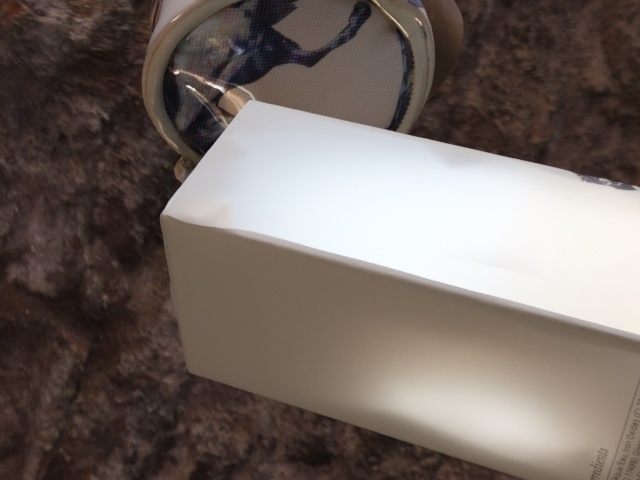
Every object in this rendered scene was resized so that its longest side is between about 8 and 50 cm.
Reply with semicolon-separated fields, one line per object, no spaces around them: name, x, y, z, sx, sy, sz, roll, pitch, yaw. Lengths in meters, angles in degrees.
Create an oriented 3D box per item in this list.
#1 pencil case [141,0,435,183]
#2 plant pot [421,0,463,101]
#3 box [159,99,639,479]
pencil case;-0.051;-0.213;0.653;0.159;0.410;0.183;21;-50;-35
plant pot;0.022;-0.240;0.997;0.229;0.263;0.263;26;-87;-35
box;0.076;0.032;0.425;0.113;0.275;0.094;90;-158;-44
